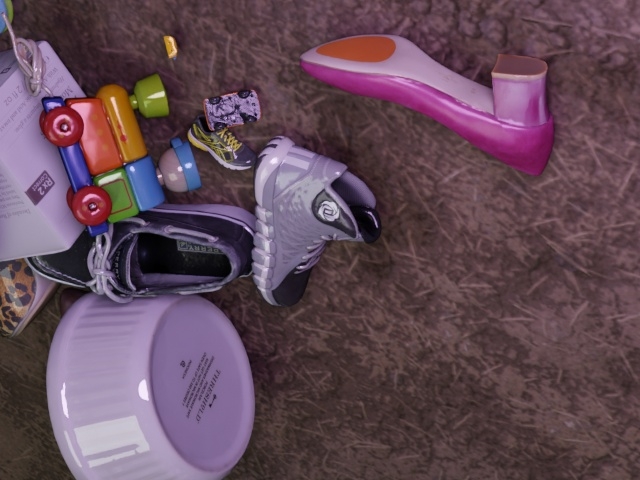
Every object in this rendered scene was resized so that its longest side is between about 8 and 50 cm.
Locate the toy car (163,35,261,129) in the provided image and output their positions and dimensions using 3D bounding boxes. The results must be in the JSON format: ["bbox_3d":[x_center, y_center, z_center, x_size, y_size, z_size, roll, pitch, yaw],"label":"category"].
[{"bbox_3d":[-0.109,-0.168,1.725,0.122,0.060,0.040,60,-178,-7],"label":"toy car"}]

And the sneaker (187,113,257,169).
[{"bbox_3d":[-0.104,-0.104,1.777,0.083,0.031,0.035,27,141,9],"label":"sneaker"}]

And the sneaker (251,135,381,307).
[{"bbox_3d":[0.000,0.000,1.774,0.132,0.086,0.228,16,138,18],"label":"sneaker"}]

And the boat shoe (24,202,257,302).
[{"bbox_3d":[-0.215,0.019,1.885,0.306,0.105,0.113,5,113,21],"label":"boat shoe"}]

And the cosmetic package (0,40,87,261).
[{"bbox_3d":[-0.339,-0.096,1.859,0.151,0.151,0.183,-9,126,41],"label":"cosmetic package"}]

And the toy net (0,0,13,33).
[{"bbox_3d":[-0.446,-0.278,1.815,0.232,0.045,0.122,38,129,3],"label":"toy net"}]

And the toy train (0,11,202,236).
[{"bbox_3d":[-0.225,-0.142,1.755,0.105,0.143,0.248,-150,41,-76],"label":"toy train"}]

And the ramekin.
[{"bbox_3d":[-0.187,0.178,1.965,0.127,0.273,0.273,-14,123,31],"label":"ramekin"}]

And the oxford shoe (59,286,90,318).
[{"bbox_3d":[-0.242,0.156,2.134,0.098,0.097,0.271,38,161,50],"label":"oxford shoe"}]

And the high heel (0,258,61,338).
[{"bbox_3d":[-0.406,0.006,2.068,0.186,0.093,0.261,35,135,1],"label":"high heel"}]

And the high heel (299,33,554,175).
[{"bbox_3d":[0.099,-0.125,1.571,0.244,0.082,0.117,5,126,14],"label":"high heel"}]
